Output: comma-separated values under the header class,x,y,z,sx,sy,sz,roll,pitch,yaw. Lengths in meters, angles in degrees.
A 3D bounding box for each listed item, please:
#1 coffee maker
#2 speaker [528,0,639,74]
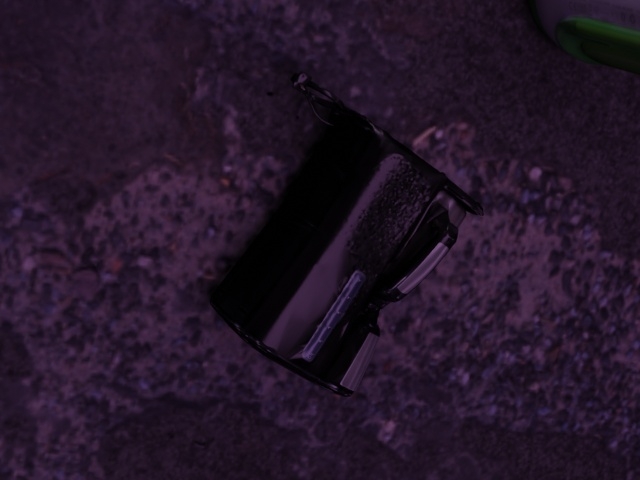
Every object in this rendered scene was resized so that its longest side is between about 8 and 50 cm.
class,x,y,z,sx,sy,sz,roll,pitch,yaw
coffee maker,0.000,0.000,0.976,0.171,0.120,0.178,35,89,-5
speaker,0.263,-0.163,0.922,0.131,0.296,0.131,-7,109,-22
